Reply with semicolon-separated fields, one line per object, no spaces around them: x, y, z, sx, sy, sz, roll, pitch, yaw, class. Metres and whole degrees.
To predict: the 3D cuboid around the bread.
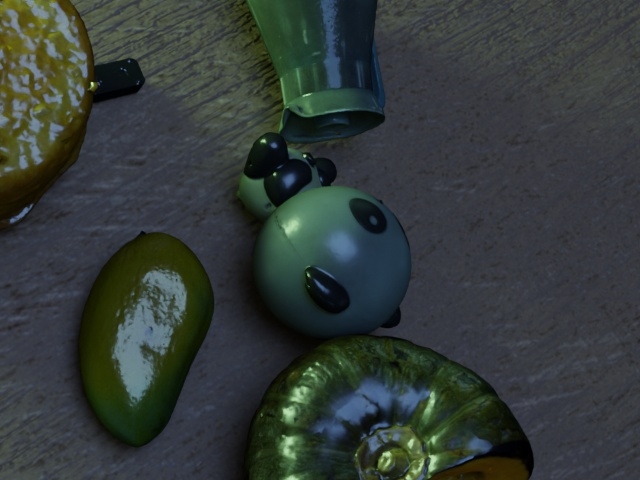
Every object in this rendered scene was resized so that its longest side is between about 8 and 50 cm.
-0.348;-0.125;1.715;0.179;0.194;0.340;43;64;-4;bread

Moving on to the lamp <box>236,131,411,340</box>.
0.000;0.000;1.845;0.197;0.198;0.244;-13;60;-28;lamp

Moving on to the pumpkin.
0.052;0.228;1.778;0.325;0.242;0.232;-14;55;-15;pumpkin

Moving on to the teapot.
0.008;-0.240;1.956;0.203;0.171;0.225;6;73;-55;teapot

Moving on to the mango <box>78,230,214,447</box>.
-0.199;0.102;1.762;0.137;0.091;0.237;25;62;-7;mango

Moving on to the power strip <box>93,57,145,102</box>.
-0.262;-0.183;1.873;0.111;0.029;0.038;-16;75;-30;power strip
